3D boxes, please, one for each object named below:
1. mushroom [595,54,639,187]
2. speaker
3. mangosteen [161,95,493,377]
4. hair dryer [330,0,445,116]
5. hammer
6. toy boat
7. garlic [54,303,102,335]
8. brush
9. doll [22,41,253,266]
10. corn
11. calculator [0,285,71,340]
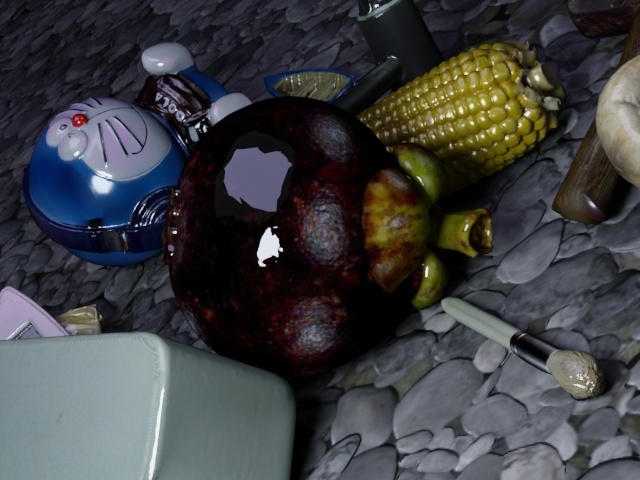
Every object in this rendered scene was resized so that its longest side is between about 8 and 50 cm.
[{"bbox_3d":[0.344,-0.118,1.460,0.166,0.127,0.166,-4,52,5],"label":"mushroom"},{"bbox_3d":[-0.217,0.199,1.582,0.406,0.184,0.183,-7,71,47],"label":"speaker"},{"bbox_3d":[-0.011,-0.008,1.616,0.313,0.297,0.297,-15,12,-31],"label":"mangosteen"},{"bbox_3d":[0.049,-0.207,1.877,0.078,0.195,0.248,-11,27,46],"label":"hair dryer"},{"bbox_3d":[0.336,-0.168,1.642,0.242,0.095,0.409,-10,44,45],"label":"hammer"},{"bbox_3d":[-0.014,-0.208,2.182,0.080,0.046,0.229,-48,27,-16],"label":"toy boat"},{"bbox_3d":[-0.342,0.164,1.944,0.195,0.101,0.087,-28,21,18],"label":"garlic"},{"bbox_3d":[0.182,0.096,1.460,0.039,0.042,0.299,-44,23,-9],"label":"brush"},{"bbox_3d":[-0.259,-0.102,2.131,0.310,0.240,0.284,-35,49,-28],"label":"doll"},{"bbox_3d":[0.094,-0.100,1.760,0.387,0.144,0.144,-26,28,21],"label":"corn"},{"bbox_3d":[-0.348,0.200,1.845,0.194,0.043,0.294,-43,57,-1],"label":"calculator"}]
